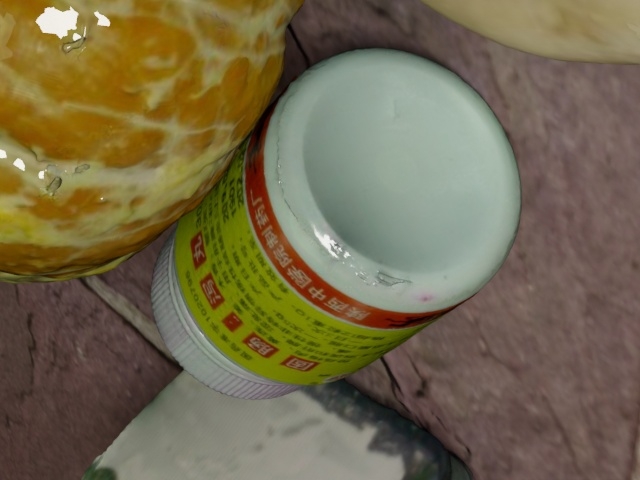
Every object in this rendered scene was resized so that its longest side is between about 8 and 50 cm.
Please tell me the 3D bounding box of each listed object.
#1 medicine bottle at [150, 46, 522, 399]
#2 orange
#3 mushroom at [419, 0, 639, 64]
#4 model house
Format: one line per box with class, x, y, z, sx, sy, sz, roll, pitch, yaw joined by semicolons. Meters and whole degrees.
medicine bottle;0.000;0.000;0.982;0.139;0.139;0.225;57;151;4
orange;-0.142;-0.142;0.909;0.329;0.249;0.329;-173;90;-68
mushroom;0.052;-0.196;0.514;0.314;0.336;0.314;4;95;49
model house;0.008;0.250;1.206;0.271;0.190;0.301;17;146;45
